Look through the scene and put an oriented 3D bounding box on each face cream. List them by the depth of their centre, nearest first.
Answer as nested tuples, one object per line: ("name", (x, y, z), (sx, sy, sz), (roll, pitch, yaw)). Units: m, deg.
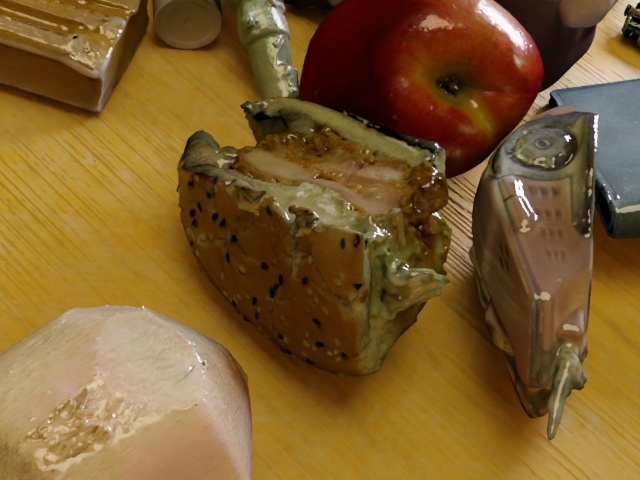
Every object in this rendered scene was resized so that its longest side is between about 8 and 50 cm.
("face cream", (-0.157, -0.329, 1.295), (0.077, 0.077, 0.250), (2, 50, -13))

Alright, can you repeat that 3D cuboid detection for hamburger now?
("hamburger", (0.000, 0.000, 0.991), (0.168, 0.192, 0.288), (-24, 34, -37))

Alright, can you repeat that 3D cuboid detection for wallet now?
("wallet", (0.389, -0.103, 1.189), (0.251, 0.054, 0.290), (-6, 38, -1))

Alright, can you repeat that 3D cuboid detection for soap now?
("soap", (-0.328, -0.245, 1.171), (0.274, 0.089, 0.173), (18, 47, 0))

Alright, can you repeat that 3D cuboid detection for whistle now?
("whistle", (-0.074, -0.258, 1.216), (0.126, 0.067, 0.258), (9, 62, -65))

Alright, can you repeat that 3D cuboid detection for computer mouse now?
("computer mouse", (0.188, 0.024, 1.019), (0.115, 0.199, 0.389), (2, 45, 14))

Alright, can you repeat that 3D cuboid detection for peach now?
("peach", (0.096, -0.160, 1.117), (0.243, 0.199, 0.243), (-13, 15, 4))

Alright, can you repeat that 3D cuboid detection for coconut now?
("coconut", (-0.149, 0.146, 0.797), (0.234, 0.224, 0.224), (-36, 65, -22))

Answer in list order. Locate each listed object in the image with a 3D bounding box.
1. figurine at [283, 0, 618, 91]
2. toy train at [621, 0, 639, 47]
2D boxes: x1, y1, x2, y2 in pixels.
("figurine", (0.146, -0.305, 1.268), (0.365, 0.206, 0.218), (22, 40, 7))
("toy train", (0.486, -0.227, 1.392), (0.250, 0.053, 0.085), (29, 55, 11))
